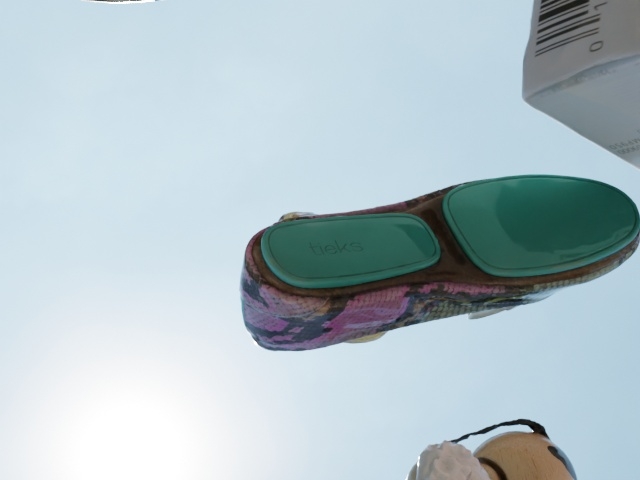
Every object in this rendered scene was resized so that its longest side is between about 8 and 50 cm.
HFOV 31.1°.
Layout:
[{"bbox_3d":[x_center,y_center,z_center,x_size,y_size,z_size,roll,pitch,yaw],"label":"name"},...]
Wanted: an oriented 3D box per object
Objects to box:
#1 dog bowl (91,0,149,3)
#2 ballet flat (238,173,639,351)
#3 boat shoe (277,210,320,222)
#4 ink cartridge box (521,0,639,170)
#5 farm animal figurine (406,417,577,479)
[{"bbox_3d":[-0.169,-0.384,0.849,0.408,0.408,0.150,5,-131,-2],"label":"dog bowl"},{"bbox_3d":[0.061,0.016,0.608,0.222,0.079,0.077,-10,-127,-20],"label":"ballet flat"},{"bbox_3d":[0.000,0.000,1.148,0.072,0.068,0.190,-2,-168,7],"label":"boat shoe"},{"bbox_3d":[0.293,-0.156,0.710,0.385,0.091,0.308,24,-114,-35],"label":"ink cartridge box"},{"bbox_3d":[0.198,0.293,0.913,0.172,0.330,0.326,-27,-101,14],"label":"farm animal figurine"}]
